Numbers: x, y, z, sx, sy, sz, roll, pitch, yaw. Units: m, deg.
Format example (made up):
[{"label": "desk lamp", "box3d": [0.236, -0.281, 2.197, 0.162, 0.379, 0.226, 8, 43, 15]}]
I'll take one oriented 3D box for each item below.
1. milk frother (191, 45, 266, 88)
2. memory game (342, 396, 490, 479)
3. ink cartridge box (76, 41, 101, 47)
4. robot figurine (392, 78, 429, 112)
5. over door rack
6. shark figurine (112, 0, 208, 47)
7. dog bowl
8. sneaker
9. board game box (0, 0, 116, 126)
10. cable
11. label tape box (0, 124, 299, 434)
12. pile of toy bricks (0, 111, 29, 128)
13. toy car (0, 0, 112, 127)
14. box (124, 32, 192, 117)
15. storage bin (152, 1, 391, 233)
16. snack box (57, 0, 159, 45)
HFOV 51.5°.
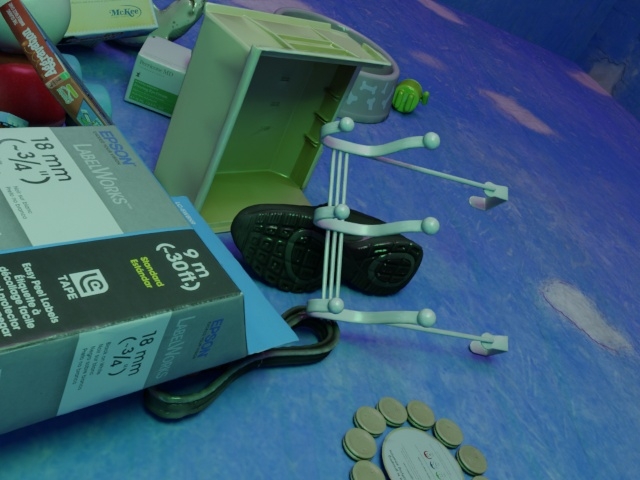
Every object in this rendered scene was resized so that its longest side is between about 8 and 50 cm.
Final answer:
[{"label": "milk frother", "box3d": [-0.123, -0.259, 0.993, 0.143, 0.134, 0.129, 37, 39, -75]}, {"label": "memory game", "box3d": [0.107, 0.241, 0.696, 0.186, 0.012, 0.186, 21, 33, -14]}, {"label": "ink cartridge box", "box3d": [-0.447, -0.407, 1.048, 0.212, 0.093, 0.155, -2, 86, -41]}, {"label": "robot figurine", "box3d": [0.205, -0.344, 1.574, 0.101, 0.067, 0.115, 19, 30, 8]}, {"label": "over door rack", "box3d": [0.138, 0.001, 0.834, 0.324, 0.108, 0.240, 16, 70, -34]}, {"label": "shark figurine", "box3d": [-0.342, -0.389, 1.207, 0.278, 0.166, 0.116, 13, 4, 6]}, {"label": "dog bowl", "box3d": [0.021, -0.399, 1.476, 0.348, 0.102, 0.349, 21, 31, -13]}, {"label": "sneaker", "box3d": [0.000, 0.000, 0.896, 0.286, 0.109, 0.130, 14, 24, -36]}, {"label": "board game box", "box3d": [-0.245, -0.124, 0.749, 0.027, 0.281, 0.145, -36, 58, -8]}, {"label": "cable", "box3d": [-0.081, 0.105, 0.682, 0.287, 0.072, 0.140, 4, 40, -33]}, {"label": "label tape box", "box3d": [-0.188, 0.008, 0.572, 0.333, 0.106, 0.241, -11, 49, -44]}, {"label": "pile of toy bricks", "box3d": [-0.323, -0.068, 0.717, 0.117, 0.105, 0.212, 13, -3, 11]}, {"label": "toy car", "box3d": [-0.375, -0.263, 0.807, 0.219, 0.238, 0.210, -3, 34, -41]}, {"label": "box", "box3d": [-0.248, -0.263, 1.072, 0.101, 0.087, 0.102, 20, 32, -14]}, {"label": "storage bin", "box3d": [-0.065, -0.156, 0.897, 0.260, 0.262, 0.123, -9, 45, -46]}, {"label": "snack box", "box3d": [-0.413, -0.384, 0.973, 0.321, 0.187, 0.060, -20, 11, -37]}]
